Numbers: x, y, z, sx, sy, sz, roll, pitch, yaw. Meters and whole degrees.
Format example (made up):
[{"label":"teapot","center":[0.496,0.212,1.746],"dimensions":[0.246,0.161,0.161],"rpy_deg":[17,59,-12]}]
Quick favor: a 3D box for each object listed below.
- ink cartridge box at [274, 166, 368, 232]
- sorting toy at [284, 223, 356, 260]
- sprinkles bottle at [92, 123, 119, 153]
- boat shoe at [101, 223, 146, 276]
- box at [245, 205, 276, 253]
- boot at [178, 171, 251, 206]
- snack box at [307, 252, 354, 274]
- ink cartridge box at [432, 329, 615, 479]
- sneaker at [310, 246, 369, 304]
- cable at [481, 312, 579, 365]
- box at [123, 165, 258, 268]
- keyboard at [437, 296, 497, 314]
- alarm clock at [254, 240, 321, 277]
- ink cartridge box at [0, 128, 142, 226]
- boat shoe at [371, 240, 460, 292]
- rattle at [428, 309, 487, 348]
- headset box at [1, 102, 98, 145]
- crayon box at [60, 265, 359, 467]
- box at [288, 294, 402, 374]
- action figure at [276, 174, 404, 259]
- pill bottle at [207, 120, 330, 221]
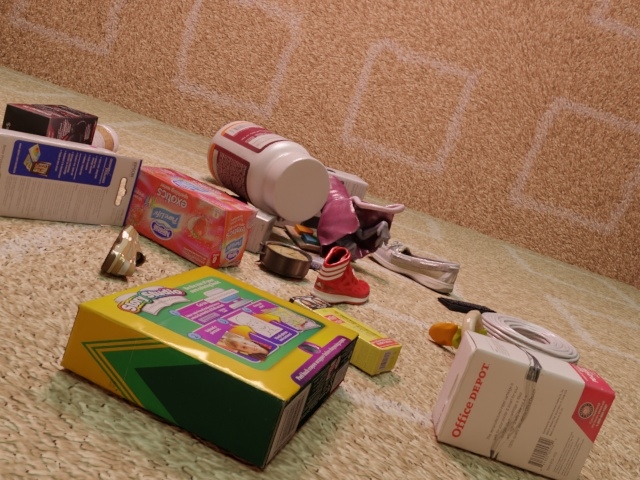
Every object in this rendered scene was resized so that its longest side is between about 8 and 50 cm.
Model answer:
[{"label":"ink cartridge box","center":[-0.028,-0.140,2.264],"dimensions":[0.308,0.223,0.129],"rpy_deg":[14,14,-23]},{"label":"sorting toy","center":[0.000,0.000,2.128],"dimensions":[0.193,0.038,0.208],"rpy_deg":[14,13,-24]},{"label":"sprinkles bottle","center":[-0.742,-0.296,2.096],"dimensions":[0.121,0.121,0.355],"rpy_deg":[19,12,-1]},{"label":"boat shoe","center":[-0.390,0.028,1.368],"dimensions":[0.072,0.068,0.190],"rpy_deg":[29,19,-15]},{"label":"box","center":[-0.183,-0.031,1.831],"dimensions":[0.087,0.101,0.101],"rpy_deg":[22,13,5]},{"label":"boot","center":[-0.354,-0.122,1.993],"dimensions":[0.338,0.118,0.223],"rpy_deg":[27,5,-25]},{"label":"snack box","center":[0.008,0.067,1.880],"dimensions":[0.178,0.022,0.064],"rpy_deg":[19,13,-3]},{"label":"ink cartridge box","center":[0.323,0.269,1.104],"dimensions":[0.237,0.171,0.100],"rpy_deg":[19,12,-2]},{"label":"sneaker","center":[0.071,0.084,1.647],"dimensions":[0.087,0.128,0.221],"rpy_deg":[26,14,28]},{"label":"cable","center":[0.490,0.254,1.630],"dimensions":[0.257,0.089,0.257],"rpy_deg":[20,12,4]},{"label":"box","center":[-0.324,-0.060,1.627],"dimensions":[0.300,0.154,0.142],"rpy_deg":[27,14,26]},{"label":"keyboard","center":[0.437,0.198,1.961],"dimensions":[0.180,0.023,0.108],"rpy_deg":[13,14,-25]},{"label":"alarm clock","center":[-0.070,0.056,1.706],"dimensions":[0.192,0.064,0.129],"rpy_deg":[16,12,-3]},{"label":"ink cartridge box","center":[-0.584,-0.133,1.485],"dimensions":[0.371,0.175,0.069],"rpy_deg":[7,17,-46]},{"label":"boat shoe","center":[0.294,0.062,2.150],"dimensions":[0.321,0.103,0.118],"rpy_deg":[28,15,35]},{"label":"rattle","center":[0.285,0.235,1.461],"dimensions":[0.143,0.130,0.199],"rpy_deg":[12,36,19]},{"label":"headset box","center":[-0.657,-0.206,1.598],"dimensions":[0.110,0.217,0.293],"rpy_deg":[18,12,1]},{"label":"crayon box","center":[-0.141,0.163,1.024],"dimensions":[0.313,0.106,0.363],"rpy_deg":[21,12,15]},{"label":"box","center":[0.039,0.182,1.328],"dimensions":[0.232,0.058,0.087],"rpy_deg":[28,14,33]},{"label":"action figure","center":[0.040,-0.106,2.024],"dimensions":[0.248,0.275,0.370],"rpy_deg":[3,40,-31]},{"label":"pill bottle","center":[-0.156,-0.206,1.999],"dimensions":[0.224,0.223,0.392],"rpy_deg":[9,15,-39]}]
